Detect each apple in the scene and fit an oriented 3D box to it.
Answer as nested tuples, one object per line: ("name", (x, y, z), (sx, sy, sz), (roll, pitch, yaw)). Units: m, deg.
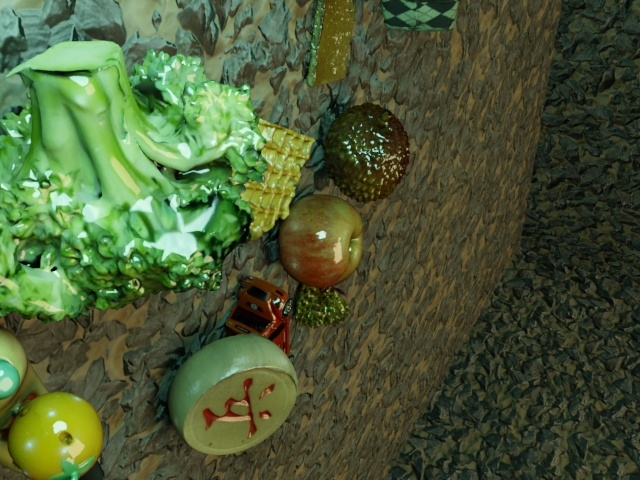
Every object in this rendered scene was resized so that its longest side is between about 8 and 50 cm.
("apple", (0.000, 0.000, 1.595), (0.209, 0.164, 0.209), (10, 90, -70))

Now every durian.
("durian", (0.011, 0.160, 1.817), (0.119, 0.108, 0.187), (-57, 154, -25))

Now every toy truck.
("toy truck", (-0.126, 0.197, 1.561), (0.114, 0.107, 0.253), (-46, 148, -40))

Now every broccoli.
("broccoli", (-0.236, -0.066, 0.848), (0.338, 0.277, 0.317), (19, 125, -27))

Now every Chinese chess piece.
("Chinese chess piece", (-0.165, 0.292, 1.455), (0.250, 0.103, 0.250), (-18, 133, -20))

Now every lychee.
("lychee", (0.097, -0.186, 1.602), (0.200, 0.200, 0.238), (-52, 173, -32))

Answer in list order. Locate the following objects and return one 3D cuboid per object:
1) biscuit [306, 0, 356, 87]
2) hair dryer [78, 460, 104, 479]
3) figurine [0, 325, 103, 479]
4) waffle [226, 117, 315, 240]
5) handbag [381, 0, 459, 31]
("biscuit", (0.025, -0.414, 1.456), (0.131, 0.026, 0.237), (-35, 140, -54))
("hair dryer", (-0.427, 0.379, 1.168), (0.195, 0.050, 0.173), (-46, 146, -34))
("figurine", (-0.362, 0.212, 0.935), (0.124, 0.222, 0.324), (-56, 153, -30))
("waffle", (-0.112, -0.107, 1.391), (0.229, 0.057, 0.219), (3, 107, -64))
("handbag", (0.202, -0.634, 1.372), (0.416, 0.180, 0.317), (81, 21, -57))
